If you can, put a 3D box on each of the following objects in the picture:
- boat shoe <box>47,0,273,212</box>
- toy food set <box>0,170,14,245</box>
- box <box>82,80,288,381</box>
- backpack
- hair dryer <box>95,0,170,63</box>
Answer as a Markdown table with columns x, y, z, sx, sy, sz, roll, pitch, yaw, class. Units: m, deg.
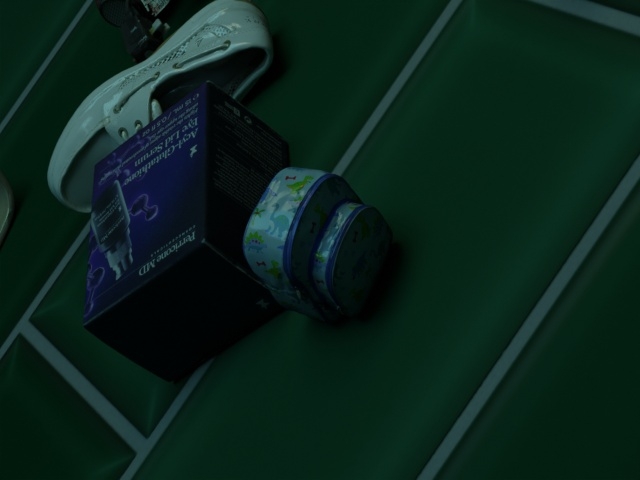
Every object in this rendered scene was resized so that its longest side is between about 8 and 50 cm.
| x | y | z | sx | sy | sz | roll | pitch | yaw | class |
| --- | --- | --- | --- | --- | --- | --- | --- | --- | --- |
| -0.155 | -0.117 | 1.795 | 0.277 | 0.098 | 0.096 | -44 | 33 | 14 | boat shoe |
| -0.469 | 0.051 | 2.047 | 0.219 | 0.092 | 0.306 | -2 | 59 | 51 | toy food set |
| -0.115 | -0.008 | 1.635 | 0.153 | 0.108 | 0.207 | -35 | 37 | 27 | box |
| 0.000 | 0.000 | 1.475 | 0.084 | 0.114 | 0.105 | 14 | 69 | 35 | backpack |
| -0.140 | -0.300 | 1.993 | 0.223 | 0.080 | 0.293 | -35 | 39 | 0 | hair dryer |
